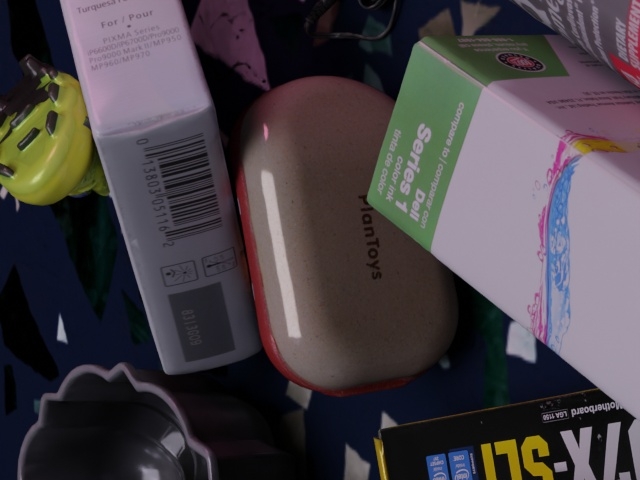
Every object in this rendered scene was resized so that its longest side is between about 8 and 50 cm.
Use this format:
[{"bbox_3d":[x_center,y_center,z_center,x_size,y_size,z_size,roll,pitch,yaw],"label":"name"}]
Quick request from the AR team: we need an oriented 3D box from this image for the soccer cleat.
[{"bbox_3d":[-0.203,-0.076,1.457,0.093,0.121,0.289,-45,19,2],"label":"soccer cleat"}]

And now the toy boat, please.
[{"bbox_3d":[0.000,0.000,1.319,0.151,0.151,0.231,-21,77,60],"label":"toy boat"}]

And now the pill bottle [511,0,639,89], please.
[{"bbox_3d":[0.168,-0.209,1.069,0.318,0.176,0.176,42,124,39],"label":"pill bottle"}]

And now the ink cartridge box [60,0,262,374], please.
[{"bbox_3d":[-0.140,-0.135,1.420,0.308,0.091,0.385,81,175,-54],"label":"ink cartridge box"}]

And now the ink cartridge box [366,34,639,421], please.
[{"bbox_3d":[0.195,-0.008,1.033,0.278,0.201,0.117,41,124,39],"label":"ink cartridge box"}]

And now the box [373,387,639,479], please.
[{"bbox_3d":[0.183,0.224,1.169,0.322,0.079,0.257,-17,79,49],"label":"box"}]

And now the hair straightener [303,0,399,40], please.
[{"bbox_3d":[0.051,-0.221,1.306,0.230,0.047,0.089,-55,54,38],"label":"hair straightener"}]

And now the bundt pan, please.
[{"bbox_3d":[-0.117,0.256,1.491,0.330,0.124,0.331,7,99,50],"label":"bundt pan"}]
